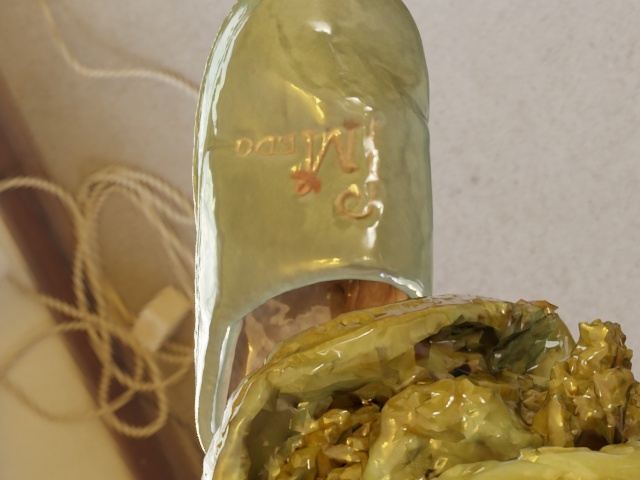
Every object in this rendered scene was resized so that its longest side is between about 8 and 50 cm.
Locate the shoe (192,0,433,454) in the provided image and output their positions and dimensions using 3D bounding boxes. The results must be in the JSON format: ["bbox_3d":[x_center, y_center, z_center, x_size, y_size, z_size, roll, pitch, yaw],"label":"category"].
[{"bbox_3d":[0.000,0.000,0.674,0.100,0.103,0.251,-153,67,-71],"label":"shoe"}]

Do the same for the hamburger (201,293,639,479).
[{"bbox_3d":[0.042,0.108,0.407,0.131,0.159,0.185,41,130,45],"label":"hamburger"}]
